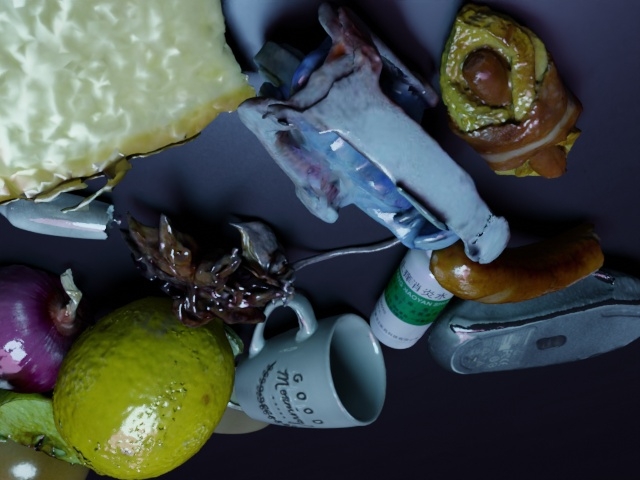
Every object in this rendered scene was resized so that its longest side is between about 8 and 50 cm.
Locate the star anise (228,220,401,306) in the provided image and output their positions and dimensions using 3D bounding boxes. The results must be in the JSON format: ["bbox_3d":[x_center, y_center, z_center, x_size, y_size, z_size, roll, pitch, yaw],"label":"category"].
[{"bbox_3d":[0.000,0.000,0.832,0.227,0.218,0.148,-27,112,-28],"label":"star anise"}]

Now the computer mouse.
[{"bbox_3d":[0.349,0.117,0.891,0.374,0.114,0.203,-6,137,-5],"label":"computer mouse"}]

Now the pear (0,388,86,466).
[{"bbox_3d":[-0.511,0.301,1.094,0.238,0.164,0.255,25,130,-12],"label":"pear"}]

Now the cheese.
[{"bbox_3d":[-0.182,0.352,1.194,0.175,0.091,0.202,23,135,-22],"label":"cheese"}]

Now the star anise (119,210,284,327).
[{"bbox_3d":[-0.188,0.061,0.789,0.272,0.102,0.272,20,153,11],"label":"star anise"}]

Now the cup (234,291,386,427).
[{"bbox_3d":[-0.042,0.210,0.985,0.234,0.186,0.258,-16,109,30],"label":"cup"}]

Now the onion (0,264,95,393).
[{"bbox_3d":[-0.474,0.156,0.903,0.200,0.201,0.207,3,146,-3],"label":"onion"}]

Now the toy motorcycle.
[{"bbox_3d":[0.055,-0.072,0.578,0.182,0.241,0.319,-34,131,25],"label":"toy motorcycle"}]

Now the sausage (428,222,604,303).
[{"bbox_3d":[0.263,0.034,0.738,0.302,0.076,0.103,-6,119,-31],"label":"sausage"}]

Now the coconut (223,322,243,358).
[{"bbox_3d":[-0.210,0.198,1.031,0.158,0.055,0.133,-36,104,22],"label":"coconut"}]

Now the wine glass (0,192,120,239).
[{"bbox_3d":[-0.407,-0.045,0.747,0.262,0.074,0.074,10,139,-13],"label":"wine glass"}]

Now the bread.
[{"bbox_3d":[-0.262,-0.131,0.496,0.315,0.279,0.248,2,134,17],"label":"bread"}]

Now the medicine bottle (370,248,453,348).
[{"bbox_3d":[0.156,0.067,0.849,0.095,0.095,0.260,10,138,-11],"label":"medicine bottle"}]

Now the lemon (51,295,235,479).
[{"bbox_3d":[-0.269,0.221,0.879,0.258,0.310,0.258,37,167,10],"label":"lemon"}]

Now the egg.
[{"bbox_3d":[-0.667,0.464,1.211,0.322,0.250,0.250,24,135,-17],"label":"egg"}]

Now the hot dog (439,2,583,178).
[{"bbox_3d":[0.213,-0.137,0.605,0.123,0.093,0.261,-32,130,33],"label":"hot dog"}]
